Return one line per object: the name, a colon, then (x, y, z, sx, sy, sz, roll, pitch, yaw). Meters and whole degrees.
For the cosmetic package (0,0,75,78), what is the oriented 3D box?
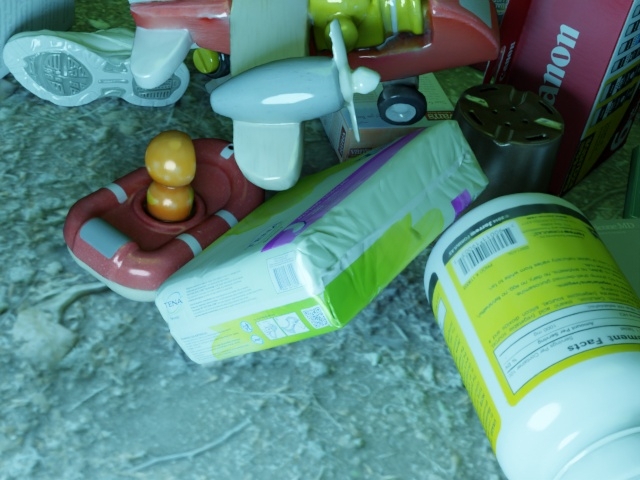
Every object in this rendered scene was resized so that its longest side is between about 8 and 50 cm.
cosmetic package: (-0.512, -0.273, 1.369, 0.230, 0.161, 0.453, 23, 40, 12)

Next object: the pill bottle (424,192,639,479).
pill bottle: (0.232, 0.124, 1.066, 0.188, 0.188, 0.334, -1, 41, -16)

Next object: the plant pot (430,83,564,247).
plant pot: (0.203, -0.082, 1.326, 0.167, 0.165, 0.167, 7, 40, -6)

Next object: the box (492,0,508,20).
box: (0.142, -0.440, 1.702, 0.395, 0.097, 0.318, -5, 37, -27)

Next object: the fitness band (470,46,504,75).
fitness band: (0.321, -0.304, 1.715, 0.290, 0.054, 0.209, 24, 40, 16)

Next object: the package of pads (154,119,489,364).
package of pads: (0.000, 0.000, 1.135, 0.296, 0.229, 0.101, -39, 104, -45)

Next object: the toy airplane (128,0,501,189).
toy airplane: (-0.032, -0.277, 1.225, 0.384, 0.272, 0.386, -35, 74, -27)

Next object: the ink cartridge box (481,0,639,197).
ink cartridge box: (0.321, -0.224, 1.413, 0.130, 0.309, 0.272, 33, 44, 23)

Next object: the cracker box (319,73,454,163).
cracker box: (0.075, -0.190, 1.500, 0.155, 0.067, 0.232, -3, 40, -17)

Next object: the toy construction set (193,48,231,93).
toy construction set: (-0.063, -0.320, 1.480, 0.257, 0.308, 0.237, -11, 78, -66)

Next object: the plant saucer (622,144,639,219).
plant saucer: (0.439, -0.068, 1.488, 0.067, 0.018, 0.192, 18, 40, 7)

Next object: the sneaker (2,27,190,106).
sneaker: (-0.290, -0.231, 1.451, 0.232, 0.090, 0.115, 7, 32, -21)

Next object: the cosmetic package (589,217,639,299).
cosmetic package: (0.350, 0.086, 1.211, 0.127, 0.107, 0.238, -4, 45, -17)

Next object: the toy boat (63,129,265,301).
toy boat: (-0.158, -0.051, 1.202, 0.151, 0.151, 0.231, 32, 43, 22)
